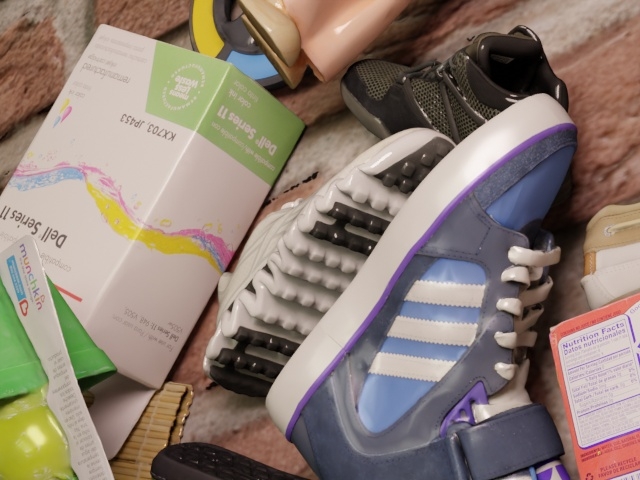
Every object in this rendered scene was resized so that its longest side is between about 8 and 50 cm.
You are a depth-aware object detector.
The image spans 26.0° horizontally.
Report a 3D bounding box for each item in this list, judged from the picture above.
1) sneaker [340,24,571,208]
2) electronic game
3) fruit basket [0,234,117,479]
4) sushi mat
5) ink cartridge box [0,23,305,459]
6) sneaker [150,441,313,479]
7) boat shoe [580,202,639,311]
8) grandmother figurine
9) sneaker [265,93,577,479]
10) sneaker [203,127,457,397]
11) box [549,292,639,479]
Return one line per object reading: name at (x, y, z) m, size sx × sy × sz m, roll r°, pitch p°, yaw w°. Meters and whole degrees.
sneaker at (0.107, -0.123, 1.085) m, size 0.227 × 0.087 × 0.130 m, roll 34°, pitch 135°, yaw 41°
electronic game at (-0.034, -0.245, 1.314) m, size 0.229 × 0.048 × 0.229 m, roll -17°, pitch 59°, yaw 31°
fruit basket at (-0.249, 0.211, 1.115) m, size 0.327 × 0.165 × 0.353 m, roll -31°, pitch 82°, yaw 42°
sushi mat at (-0.253, 0.192, 1.297) m, size 0.317 × 0.019 × 0.151 m, roll 2°, pitch 70°, yaw 38°
ink cartridge box at (-0.194, -0.004, 1.265) m, size 0.207 × 0.119 × 0.353 m, roll 22°, pitch 81°, yaw 43°
sneaker at (-0.048, 0.235, 1.095) m, size 0.235 × 0.084 × 0.097 m, roll 17°, pitch 105°, yaw 43°
boat shoe at (0.302, -0.022, 0.901) m, size 0.302 × 0.113 × 0.103 m, roll -25°, pitch 62°, yaw 28°
grandmother figurine at (0.093, -0.258, 1.144) m, size 0.342 × 0.208 × 0.104 m, roll -36°, pitch 91°, yaw -3°
sneaker at (0.131, 0.090, 0.961) m, size 0.236 × 0.130 × 0.323 m, roll 44°, pitch 105°, yaw 20°
sneaker at (0.000, 0.000, 1.113) m, size 0.292 × 0.110 × 0.118 m, roll -45°, pitch 33°, yaw 31°
box at (0.308, 0.087, 0.825) m, size 0.300 × 0.142 × 0.154 m, roll -25°, pitch 56°, yaw 27°
